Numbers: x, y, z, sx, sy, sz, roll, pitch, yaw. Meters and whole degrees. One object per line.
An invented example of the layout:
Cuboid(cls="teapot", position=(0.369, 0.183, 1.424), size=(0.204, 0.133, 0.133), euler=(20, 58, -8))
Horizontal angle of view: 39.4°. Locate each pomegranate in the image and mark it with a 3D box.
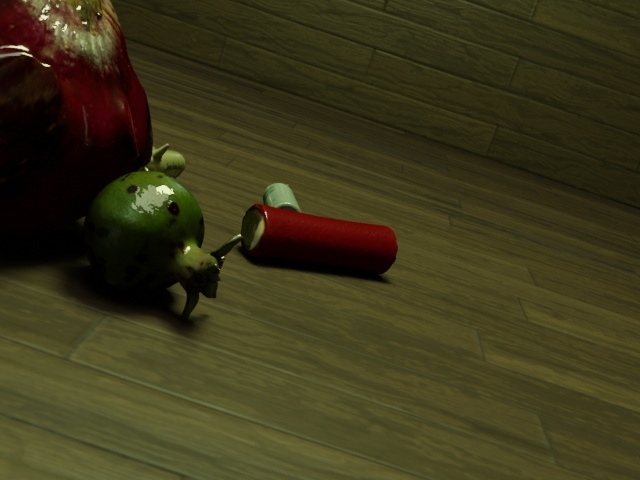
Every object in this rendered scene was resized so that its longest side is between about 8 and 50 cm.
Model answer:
Cuboid(cls="pomegranate", position=(-0.180, 0.000, 1.005), size=(0.169, 0.148, 0.148), euler=(30, 16, 1))

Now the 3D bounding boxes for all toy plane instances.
Cuboid(cls="toy plane", position=(-0.249, -0.108, 1.329), size=(0.229, 0.092, 0.244), euler=(57, -5, -1))

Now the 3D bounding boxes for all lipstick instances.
Cuboid(cls="lipstick", position=(0.000, 0.000, 1.319), size=(0.241, 0.080, 0.080), euler=(9, 18, -32))

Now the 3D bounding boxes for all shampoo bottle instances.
Cuboid(cls="shampoo bottle", position=(-0.069, -0.064, 1.507), size=(0.056, 0.056, 0.195), euler=(15, 14, -13))

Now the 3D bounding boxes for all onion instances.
Cuboid(cls="onion", position=(-0.434, -0.163, 1.051), size=(0.420, 0.398, 0.398), euler=(-24, 11, 11))
